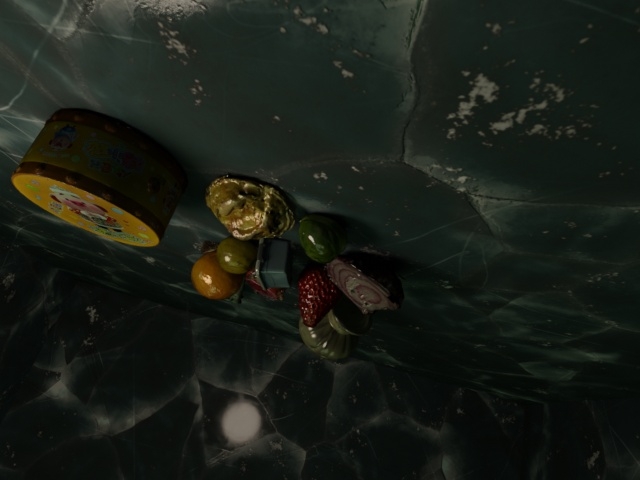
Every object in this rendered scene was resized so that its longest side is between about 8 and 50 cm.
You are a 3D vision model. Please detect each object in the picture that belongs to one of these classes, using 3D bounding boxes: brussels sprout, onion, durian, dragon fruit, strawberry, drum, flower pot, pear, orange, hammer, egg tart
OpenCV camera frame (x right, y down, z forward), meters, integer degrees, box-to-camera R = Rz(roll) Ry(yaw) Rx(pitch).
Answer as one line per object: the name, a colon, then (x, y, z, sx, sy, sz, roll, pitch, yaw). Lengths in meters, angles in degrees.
brussels sprout: (0.007, 0.001, 1.241, 0.145, 0.131, 0.183, 10, 152, 27)
onion: (0.162, 0.125, 1.430, 0.280, 0.146, 0.314, 49, 159, -9)
durian: (-0.470, 0.036, 1.730, 0.130, 0.052, 0.066, -14, 139, 33)
dragon fruit: (-0.230, 0.176, 1.769, 0.211, 0.147, 0.282, 15, 155, 3)
strawberry: (-0.017, 0.223, 1.609, 0.205, 0.244, 0.205, 16, 156, 7)
drum: (-0.632, -0.163, 1.196, 0.431, 0.214, 0.431, 13, 157, 6)
flower pot: (0.081, 0.364, 1.830, 0.307, 0.307, 0.244, 27, 135, -23)
pear: (-0.322, 0.057, 1.566, 0.162, 0.149, 0.149, 19, 157, 6)
orange: (-0.431, 0.145, 1.712, 0.219, 0.219, 0.193, 21, 132, -10)
hammer: (0.279, 0.123, 1.482, 0.029, 0.014, 0.123, 6, 157, 43)
egg tart: (-0.222, -0.079, 1.236, 0.297, 0.132, 0.297, 11, 151, 6)

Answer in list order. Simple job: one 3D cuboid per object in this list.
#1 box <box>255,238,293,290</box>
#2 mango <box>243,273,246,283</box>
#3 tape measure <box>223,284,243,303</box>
box: (-0.178, 0.090, 1.536, 0.130, 0.162, 0.227, 5, 156, 2)
mango: (-0.391, 0.154, 1.886, 0.178, 0.100, 0.119, 16, 155, -19)
tape measure: (-0.526, 0.275, 2.225, 0.207, 0.115, 0.235, 16, 157, -5)
